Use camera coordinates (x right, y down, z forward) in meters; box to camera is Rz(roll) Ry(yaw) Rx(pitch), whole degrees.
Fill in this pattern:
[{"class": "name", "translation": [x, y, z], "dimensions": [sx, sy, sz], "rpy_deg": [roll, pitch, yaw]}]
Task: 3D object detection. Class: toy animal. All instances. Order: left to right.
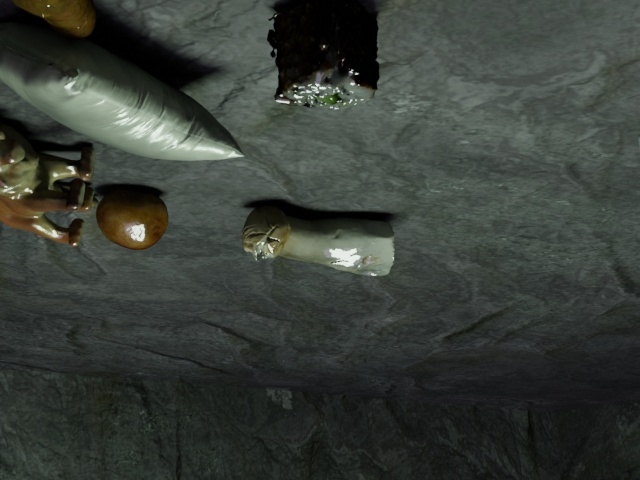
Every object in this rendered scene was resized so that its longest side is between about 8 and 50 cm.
[{"class": "toy animal", "translation": [-0.345, -0.068, 1.325], "dimensions": [0.158, 0.097, 0.312], "rpy_deg": [15, 164, -8]}]

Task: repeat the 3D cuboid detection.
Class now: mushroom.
[{"class": "mushroom", "translation": [-0.235, -0.024, 1.492], "dimensions": [0.088, 0.073, 0.129], "rpy_deg": [-40, 159, 8]}, {"class": "mushroom", "translation": [-0.003, 0.000, 1.567], "dimensions": [0.223, 0.081, 0.092], "rpy_deg": [9, 180, -24]}]

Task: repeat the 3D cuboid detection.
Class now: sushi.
[{"class": "sushi", "translation": [0.007, -0.160, 0.984], "dimensions": [0.094, 0.084, 0.098], "rpy_deg": [11, 164, -42]}]

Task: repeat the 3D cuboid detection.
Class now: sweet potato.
[{"class": "sweet potato", "translation": [-0.214, -0.204, 0.868], "dimensions": [0.067, 0.067, 0.274], "rpy_deg": [-1, 170, 2]}]

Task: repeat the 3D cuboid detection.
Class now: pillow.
[{"class": "pillow", "translation": [-0.191, -0.130, 1.065], "dimensions": [0.144, 0.078, 0.254], "rpy_deg": [17, 176, 34]}]

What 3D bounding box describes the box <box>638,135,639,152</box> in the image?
[{"class": "box", "translation": [0.431, -0.120, 1.169], "dimensions": [0.155, 0.067, 0.243], "rpy_deg": [-2, 165, 1]}]
